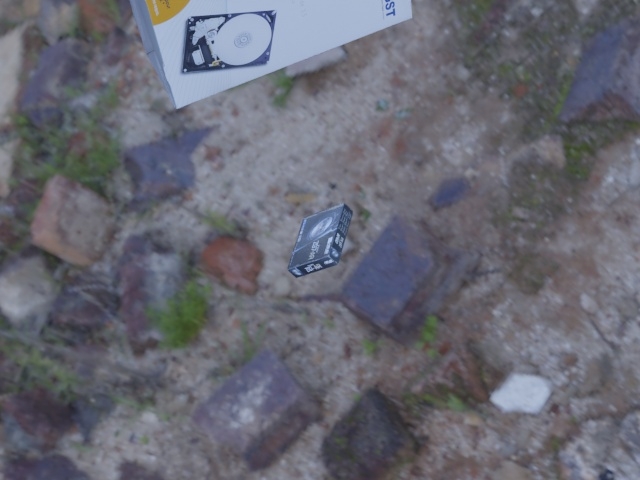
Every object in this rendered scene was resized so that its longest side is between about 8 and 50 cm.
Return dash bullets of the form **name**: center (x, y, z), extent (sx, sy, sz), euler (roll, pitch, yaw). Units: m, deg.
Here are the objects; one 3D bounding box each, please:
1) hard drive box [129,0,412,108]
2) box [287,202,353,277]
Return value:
- **hard drive box**: center (-0.049, -0.241, 1.039), extent (0.232, 0.181, 0.089), euler (-23, 50, -10)
- **box**: center (0.000, 0.000, 1.441), extent (0.067, 0.018, 0.083), euler (-19, 41, 39)
